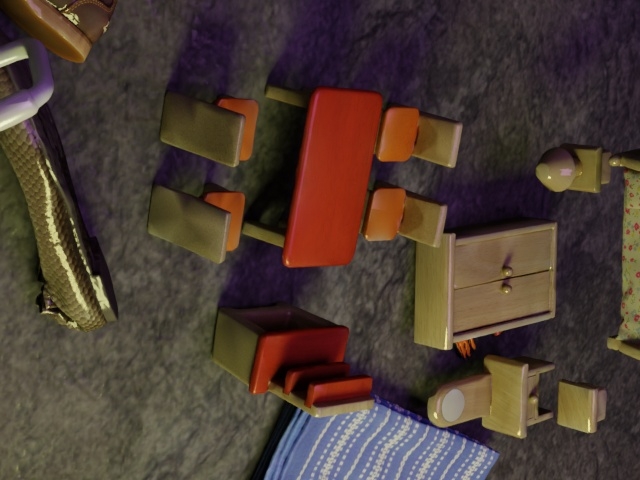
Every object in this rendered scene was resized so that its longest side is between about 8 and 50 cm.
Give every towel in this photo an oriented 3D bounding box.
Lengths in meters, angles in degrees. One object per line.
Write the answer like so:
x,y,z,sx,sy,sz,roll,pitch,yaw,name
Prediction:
0.042,0.279,1.360,0.336,0.040,0.243,28,86,-47,towel

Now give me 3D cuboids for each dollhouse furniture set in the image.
0.271,0.074,1.260,0.173,0.355,0.303,-9,104,-42,dollhouse furniture set
0.000,0.000,1.136,0.262,0.135,0.259,-3,108,-44,dollhouse furniture set

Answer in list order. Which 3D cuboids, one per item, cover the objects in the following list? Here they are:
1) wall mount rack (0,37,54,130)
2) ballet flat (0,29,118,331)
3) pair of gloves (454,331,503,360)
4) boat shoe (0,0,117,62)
-0.336,-0.124,0.775,0.304,0.130,0.350,-22,126,0,wall mount rack
-0.206,-0.034,0.977,0.058,0.084,0.250,-15,126,0,ballet flat
0.167,0.083,1.424,0.083,0.010,0.074,-37,129,-29,pair of gloves
-0.210,-0.202,0.901,0.073,0.073,0.207,-60,143,-10,boat shoe
